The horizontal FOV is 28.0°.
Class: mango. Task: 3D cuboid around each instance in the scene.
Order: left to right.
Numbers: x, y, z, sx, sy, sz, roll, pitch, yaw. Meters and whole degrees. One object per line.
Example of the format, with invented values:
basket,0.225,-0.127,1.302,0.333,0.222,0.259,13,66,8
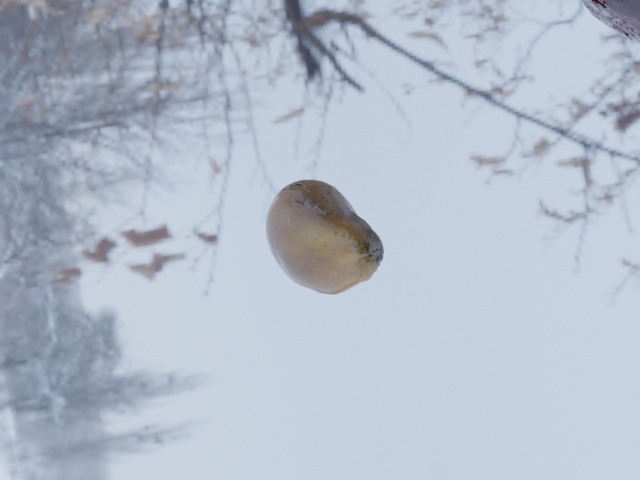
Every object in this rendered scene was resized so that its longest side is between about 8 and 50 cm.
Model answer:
mango,-0.003,-0.002,1.319,0.105,0.084,0.159,-59,-149,8

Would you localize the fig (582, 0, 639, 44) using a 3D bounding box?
fig,0.270,-0.218,1.015,0.153,0.119,0.119,-59,173,-26
